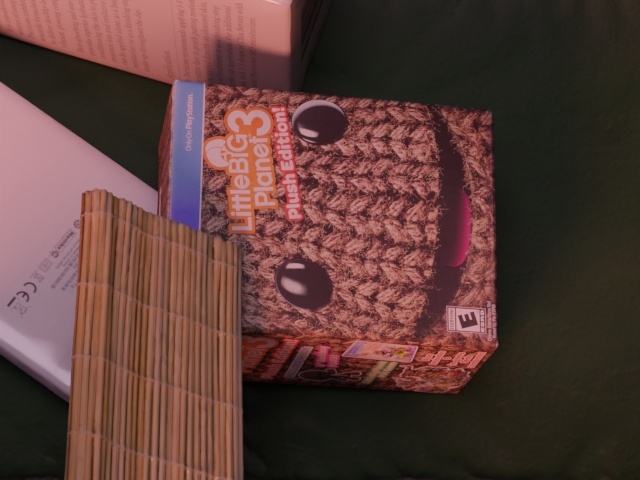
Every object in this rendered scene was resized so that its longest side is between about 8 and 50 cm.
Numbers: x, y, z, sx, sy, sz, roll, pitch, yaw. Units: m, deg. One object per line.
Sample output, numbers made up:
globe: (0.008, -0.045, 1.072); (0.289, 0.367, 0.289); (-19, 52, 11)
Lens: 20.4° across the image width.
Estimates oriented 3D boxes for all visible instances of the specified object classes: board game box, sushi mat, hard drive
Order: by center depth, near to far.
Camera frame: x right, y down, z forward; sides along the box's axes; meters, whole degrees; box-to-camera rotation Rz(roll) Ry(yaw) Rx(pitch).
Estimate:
sushi mat: (-0.123, 0.113, 1.368); (0.151, 0.019, 0.317); (21, 49, -30)
board game box: (0.000, 0.000, 1.590); (0.291, 0.141, 0.232); (4, 67, -10)
hard drive: (-0.293, -0.021, 1.641); (0.318, 0.040, 0.210); (35, 66, 4)

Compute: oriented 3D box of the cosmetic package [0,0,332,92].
cosmetic package: (-0.219, -0.290, 1.684); (0.453, 0.230, 0.161); (16, 68, 5)
